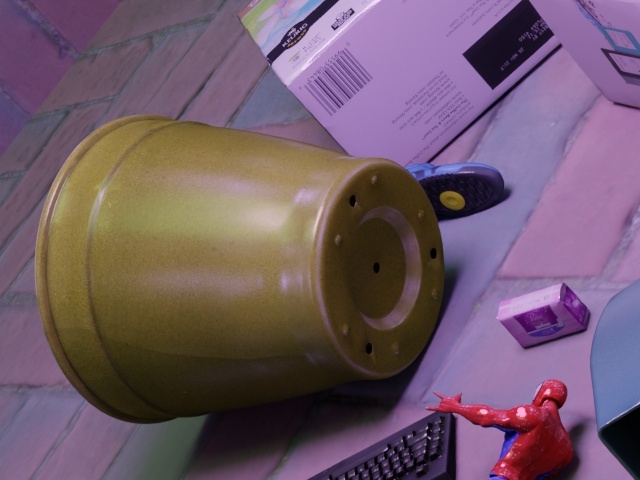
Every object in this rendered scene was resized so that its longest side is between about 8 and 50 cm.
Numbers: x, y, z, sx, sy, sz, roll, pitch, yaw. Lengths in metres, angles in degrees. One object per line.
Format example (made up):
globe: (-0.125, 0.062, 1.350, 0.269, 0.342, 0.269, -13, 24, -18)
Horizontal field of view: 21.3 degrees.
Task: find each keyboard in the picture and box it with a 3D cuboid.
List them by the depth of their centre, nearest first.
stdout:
keyboard: (0.004, 0.296, 1.728, 0.317, 0.033, 0.201, -32, 29, 24)

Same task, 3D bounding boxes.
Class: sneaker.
sneaker: (0.138, -0.070, 2.035, 0.209, 0.069, 0.082, -15, 34, 44)

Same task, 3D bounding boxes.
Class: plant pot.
plant pot: (0.327, 0.110, 1.411, 0.165, 0.166, 0.234, -36, 19, 16)
plant pot: (-0.066, 0.032, 1.908, 0.353, 0.366, 0.366, -1, 48, 39)

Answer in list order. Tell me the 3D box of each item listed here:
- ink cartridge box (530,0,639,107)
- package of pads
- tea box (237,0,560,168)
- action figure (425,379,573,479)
ink cartridge box: (0.392, -0.265, 1.814, 0.198, 0.197, 0.270, -48, 27, -9)
package of pads: (0.224, 0.075, 1.719, 0.083, 0.050, 0.032, -21, 34, 39)
tea box: (0.103, -0.288, 2.233, 0.329, 0.220, 0.323, -42, 26, 5)
action figure: (0.135, 0.240, 1.554, 0.139, 0.091, 0.280, 1, 51, 49)
